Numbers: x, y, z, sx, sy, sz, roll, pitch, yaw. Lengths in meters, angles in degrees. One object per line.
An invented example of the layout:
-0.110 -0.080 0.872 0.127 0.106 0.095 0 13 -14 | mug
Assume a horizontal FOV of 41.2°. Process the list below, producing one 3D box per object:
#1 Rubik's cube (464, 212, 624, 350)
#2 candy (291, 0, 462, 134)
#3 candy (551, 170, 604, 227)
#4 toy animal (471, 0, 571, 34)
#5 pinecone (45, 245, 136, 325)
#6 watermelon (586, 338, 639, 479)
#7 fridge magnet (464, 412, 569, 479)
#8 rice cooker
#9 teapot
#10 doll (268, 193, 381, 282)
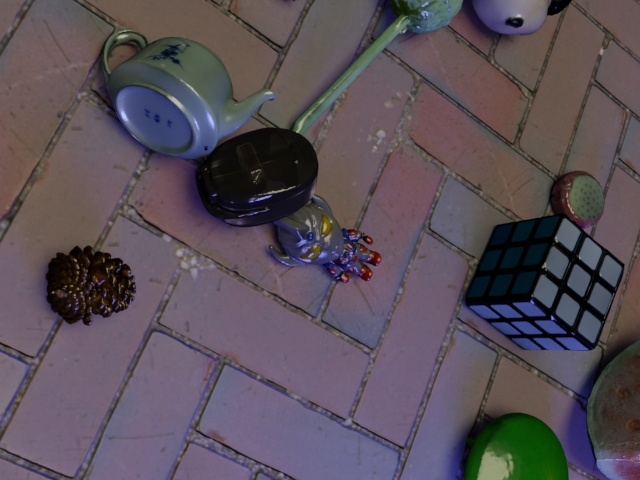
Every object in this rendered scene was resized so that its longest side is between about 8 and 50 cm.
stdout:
0.359 0.072 1.367 0.163 0.162 0.161 36 67 -20 | Rubik's cube
0.073 -0.278 1.297 0.119 0.119 0.440 46 72 -17 | candy
0.456 -0.072 1.508 0.103 0.043 0.103 4 81 -27 | candy
0.331 -0.433 1.439 0.179 0.138 0.166 -41 84 -19 | toy animal
-0.280 0.059 1.048 0.109 0.102 0.102 19 74 -37 | pinecone
0.593 0.301 1.451 0.318 0.226 0.148 -42 132 -15 | watermelon
0.306 0.376 1.340 0.207 0.088 0.208 3 83 -29 | fridge magnet
-0.082 -0.083 1.146 0.165 0.106 0.112 -19 67 -4 | rice cooker
-0.183 -0.202 1.109 0.231 0.159 0.159 25 70 5 | teapot
0.000 0.001 1.229 0.194 0.062 0.104 28 115 -25 | doll
